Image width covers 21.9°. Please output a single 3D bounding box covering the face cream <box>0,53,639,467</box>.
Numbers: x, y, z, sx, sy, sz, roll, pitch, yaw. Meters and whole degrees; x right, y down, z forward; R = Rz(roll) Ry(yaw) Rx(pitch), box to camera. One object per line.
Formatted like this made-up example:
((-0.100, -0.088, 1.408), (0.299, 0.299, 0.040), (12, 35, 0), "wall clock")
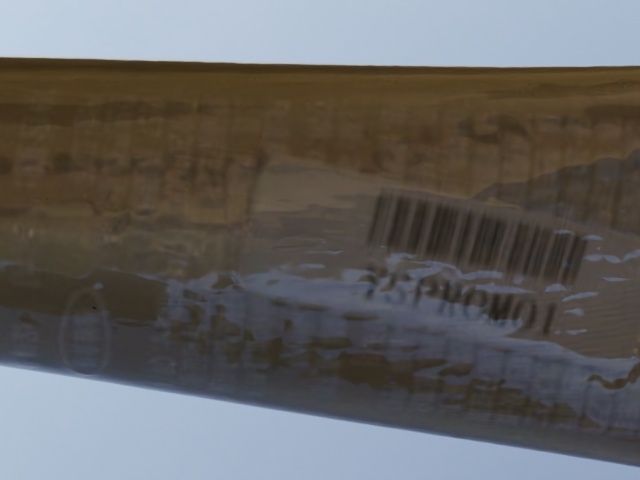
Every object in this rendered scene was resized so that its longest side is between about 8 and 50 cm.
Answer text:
((0.000, 0.000, 0.477), (0.341, 0.137, 0.084), (5, -169, 0), "face cream")
